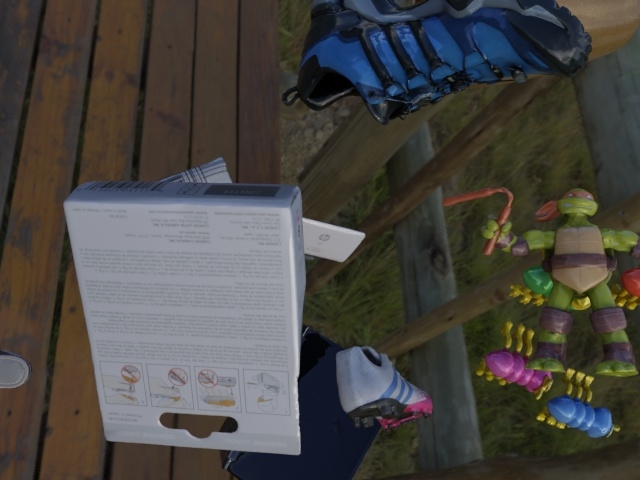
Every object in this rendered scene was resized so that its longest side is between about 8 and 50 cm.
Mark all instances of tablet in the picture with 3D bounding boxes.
[{"bbox_3d":[0.000,0.000,0.701,0.083,0.054,0.006,13,49,-24],"label":"tablet"}]

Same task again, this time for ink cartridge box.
[{"bbox_3d":[-0.107,0.067,0.568,0.188,0.233,0.066,2,26,9],"label":"ink cartridge box"}]

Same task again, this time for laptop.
[{"bbox_3d":[-0.049,0.422,1.617,0.236,0.408,0.382,32,83,-10],"label":"laptop"}]

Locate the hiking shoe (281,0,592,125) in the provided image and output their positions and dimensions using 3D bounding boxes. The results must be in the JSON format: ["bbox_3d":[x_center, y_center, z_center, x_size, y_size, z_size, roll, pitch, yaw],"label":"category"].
[{"bbox_3d":[0.104,-0.167,0.643,0.113,0.304,0.132,21,87,-50],"label":"hiking shoe"}]

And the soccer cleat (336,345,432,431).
[{"bbox_3d":[0.123,0.270,1.232,0.331,0.116,0.143,37,32,-61],"label":"soccer cleat"}]

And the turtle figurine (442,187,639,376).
[{"bbox_3d":[0.268,0.034,0.721,0.269,0.087,0.218,2,79,12],"label":"turtle figurine"}]

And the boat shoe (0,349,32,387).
[{"bbox_3d":[-0.587,0.207,1.105,0.206,0.065,0.075,11,83,-6],"label":"boat shoe"}]

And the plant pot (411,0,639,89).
[{"bbox_3d":[0.283,-0.314,0.871,0.254,0.237,0.237,-2,69,-15],"label":"plant pot"}]

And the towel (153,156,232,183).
[{"bbox_3d":[-0.272,0.040,1.297,0.312,0.056,0.324,-23,101,-14],"label":"towel"}]

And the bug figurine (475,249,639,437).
[{"bbox_3d":[0.318,0.125,0.809,0.216,0.279,0.072,18,20,-6],"label":"bug figurine"}]
